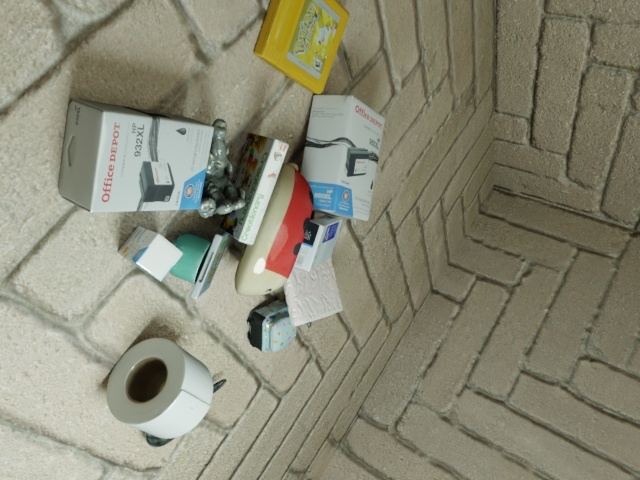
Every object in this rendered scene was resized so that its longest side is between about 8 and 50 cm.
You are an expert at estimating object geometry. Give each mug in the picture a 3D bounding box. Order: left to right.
[{"bbox_3d":[-0.380,0.055,1.442,0.129,0.098,0.157,-72,-174,-48],"label":"mug"}]

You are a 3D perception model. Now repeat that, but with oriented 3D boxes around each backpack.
[{"bbox_3d":[-0.169,0.322,1.928,0.188,0.145,0.165,-31,129,-49],"label":"backpack"}]

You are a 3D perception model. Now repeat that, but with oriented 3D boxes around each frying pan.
[{"bbox_3d":[-0.464,0.541,1.702,0.326,0.053,0.197,-49,146,-31],"label":"frying pan"}]

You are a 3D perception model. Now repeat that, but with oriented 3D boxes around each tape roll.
[{"bbox_3d":[-0.453,0.422,1.448,0.246,0.246,0.169,-55,148,-19],"label":"tape roll"}]

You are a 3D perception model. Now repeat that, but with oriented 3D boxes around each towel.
[{"bbox_3d":[-0.045,0.137,1.931,0.317,0.054,0.331,-4,79,-57],"label":"towel"}]

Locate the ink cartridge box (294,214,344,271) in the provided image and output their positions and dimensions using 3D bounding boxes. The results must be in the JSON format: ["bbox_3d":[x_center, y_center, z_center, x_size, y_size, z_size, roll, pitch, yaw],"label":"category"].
[{"bbox_3d":[0.000,0.000,1.798,0.333,0.065,0.165,-20,129,-74],"label":"ink cartridge box"}]

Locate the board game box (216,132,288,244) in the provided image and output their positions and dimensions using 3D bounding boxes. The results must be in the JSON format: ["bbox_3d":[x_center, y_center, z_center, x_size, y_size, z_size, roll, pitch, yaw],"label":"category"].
[{"bbox_3d":[-0.204,-0.157,1.491,0.053,0.193,0.305,17,96,-34],"label":"board game box"}]

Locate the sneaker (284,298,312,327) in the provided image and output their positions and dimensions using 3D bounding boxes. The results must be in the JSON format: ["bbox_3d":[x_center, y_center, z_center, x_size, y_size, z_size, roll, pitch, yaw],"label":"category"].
[{"bbox_3d":[-0.061,0.216,2.008,0.101,0.153,0.268,-22,128,-50],"label":"sneaker"}]

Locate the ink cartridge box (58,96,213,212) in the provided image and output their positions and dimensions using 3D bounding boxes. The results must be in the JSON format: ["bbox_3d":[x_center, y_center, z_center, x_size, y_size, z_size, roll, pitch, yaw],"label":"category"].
[{"bbox_3d":[-0.421,-0.190,1.191,0.308,0.129,0.223,-7,116,-55],"label":"ink cartridge box"}]

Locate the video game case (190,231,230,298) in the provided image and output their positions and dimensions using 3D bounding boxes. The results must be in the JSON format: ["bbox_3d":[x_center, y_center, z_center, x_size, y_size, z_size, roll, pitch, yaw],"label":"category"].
[{"bbox_3d":[-0.324,0.068,1.515,0.212,0.023,0.193,-141,-106,-85],"label":"video game case"}]

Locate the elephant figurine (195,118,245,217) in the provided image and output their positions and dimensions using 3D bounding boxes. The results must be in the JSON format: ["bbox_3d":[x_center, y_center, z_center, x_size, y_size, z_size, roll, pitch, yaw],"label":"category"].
[{"bbox_3d":[-0.298,-0.192,1.376,0.169,0.186,0.239,-83,158,-77],"label":"elephant figurine"}]

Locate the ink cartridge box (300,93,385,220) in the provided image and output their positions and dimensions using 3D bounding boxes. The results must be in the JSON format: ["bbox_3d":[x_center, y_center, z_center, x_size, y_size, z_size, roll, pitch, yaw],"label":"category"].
[{"bbox_3d":[0.077,-0.286,1.801,0.285,0.166,0.394,8,91,-60],"label":"ink cartridge box"}]

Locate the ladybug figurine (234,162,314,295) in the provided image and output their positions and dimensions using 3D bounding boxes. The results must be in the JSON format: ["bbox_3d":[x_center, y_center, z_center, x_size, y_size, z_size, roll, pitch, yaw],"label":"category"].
[{"bbox_3d":[-0.137,-0.028,1.602,0.305,0.162,0.448,-176,-75,-80],"label":"ladybug figurine"}]

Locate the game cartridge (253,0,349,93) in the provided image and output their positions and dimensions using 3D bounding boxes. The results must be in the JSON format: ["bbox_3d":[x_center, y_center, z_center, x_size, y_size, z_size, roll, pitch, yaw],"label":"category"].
[{"bbox_3d":[-0.047,-0.638,1.552,0.324,0.053,0.285,9,102,-60],"label":"game cartridge"}]

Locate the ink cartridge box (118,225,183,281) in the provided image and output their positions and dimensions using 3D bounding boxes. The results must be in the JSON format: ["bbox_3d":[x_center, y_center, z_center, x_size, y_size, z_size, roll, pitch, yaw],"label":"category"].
[{"bbox_3d":[-0.444,0.030,1.309,0.092,0.143,0.090,-56,131,-17],"label":"ink cartridge box"}]

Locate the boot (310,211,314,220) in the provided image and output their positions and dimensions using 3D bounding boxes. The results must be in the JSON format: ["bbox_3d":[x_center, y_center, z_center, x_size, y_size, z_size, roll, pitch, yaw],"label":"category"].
[{"bbox_3d":[-0.043,-0.060,1.891,0.197,0.077,0.137,-58,134,-20],"label":"boot"}]
